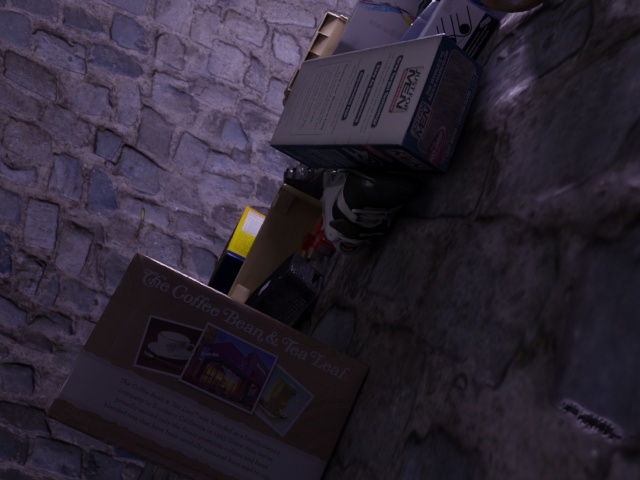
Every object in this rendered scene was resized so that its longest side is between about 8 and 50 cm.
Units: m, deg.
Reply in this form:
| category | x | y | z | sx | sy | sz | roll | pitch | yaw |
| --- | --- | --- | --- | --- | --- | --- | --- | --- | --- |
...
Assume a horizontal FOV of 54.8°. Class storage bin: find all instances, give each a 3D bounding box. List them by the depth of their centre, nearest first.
| category | x | y | z | sx | sy | sz | roll | pitch | yaw |
| --- | --- | --- | --- | --- | --- | --- | --- | --- | --- |
| storage bin | -0.088 | 0.124 | 1.310 | 0.180 | 0.084 | 0.122 | -44 | 10 | 19 |
| storage bin | 0.063 | -0.435 | 1.684 | 0.262 | 0.260 | 0.123 | -64 | 13 | -9 |

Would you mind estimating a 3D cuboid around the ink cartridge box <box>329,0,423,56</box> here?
| category | x | y | z | sx | sy | sz | roll | pitch | yaw |
| --- | --- | --- | --- | --- | --- | --- | --- | --- | --- |
| ink cartridge box | 0.167 | -0.527 | 1.543 | 0.270 | 0.197 | 0.198 | -64 | 9 | -9 |

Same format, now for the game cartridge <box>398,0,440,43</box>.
| category | x | y | z | sx | sy | sz | roll | pitch | yaw |
| --- | --- | --- | --- | --- | --- | --- | --- | --- | --- |
| game cartridge | 0.155 | -0.314 | 1.209 | 0.294 | 0.060 | 0.196 | -56 | -12 | -10 |

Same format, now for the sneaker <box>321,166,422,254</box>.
| category | x | y | z | sx | sy | sz | roll | pitch | yaw |
| --- | --- | --- | --- | --- | --- | --- | --- | --- | --- |
| sneaker | 0.074 | -0.044 | 1.022 | 0.330 | 0.122 | 0.146 | -167 | 87 | -79 |

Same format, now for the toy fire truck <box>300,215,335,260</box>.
| category | x | y | z | sx | sy | sz | roll | pitch | yaw |
| --- | --- | --- | --- | --- | --- | --- | --- | --- | --- |
| toy fire truck | 0.000 | 0.000 | 1.438 | 0.135 | 0.047 | 0.192 | -59 | 11 | 23 |

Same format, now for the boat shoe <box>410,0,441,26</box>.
| category | x | y | z | sx | sy | sz | roll | pitch | yaw |
| --- | --- | --- | --- | --- | --- | --- | --- | --- | --- |
| boat shoe | 0.270 | -0.518 | 1.317 | 0.183 | 0.083 | 0.065 | -60 | 10 | 13 |

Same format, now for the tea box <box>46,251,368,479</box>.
| category | x | y | z | sx | sy | sz | roll | pitch | yaw |
| --- | --- | --- | --- | --- | --- | --- | --- | --- | --- |
| tea box | -0.160 | 0.198 | 0.876 | 0.220 | 0.329 | 0.323 | -65 | 9 | -15 |

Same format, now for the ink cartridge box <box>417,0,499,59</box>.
| category | x | y | z | sx | sy | sz | roll | pitch | yaw |
| --- | --- | --- | --- | --- | --- | --- | --- | --- | --- |
| ink cartridge box | 0.202 | -0.307 | 1.050 | 0.207 | 0.097 | 0.046 | -58 | 10 | 25 |

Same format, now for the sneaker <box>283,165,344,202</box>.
| category | x | y | z | sx | sy | sz | roll | pitch | yaw |
| --- | --- | --- | --- | --- | --- | --- | --- | --- | --- |
| sneaker | -0.021 | -0.203 | 1.821 | 0.296 | 0.146 | 0.104 | -57 | 9 | 22 |

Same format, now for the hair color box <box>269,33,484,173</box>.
| category | x | y | z | sx | sy | sz | roll | pitch | yaw |
| --- | --- | --- | --- | --- | --- | --- | --- | --- | --- |
| hair color box | 0.074 | -0.208 | 0.993 | 0.347 | 0.105 | 0.174 | 12 | 79 | 54 |

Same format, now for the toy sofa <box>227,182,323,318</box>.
| category | x | y | z | sx | sy | sz | roll | pitch | yaw |
| --- | --- | --- | --- | --- | --- | --- | --- | --- | --- |
| toy sofa | -0.117 | 0.049 | 1.627 | 0.363 | 0.150 | 0.177 | -66 | 5 | -18 |

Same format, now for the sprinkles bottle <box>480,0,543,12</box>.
| category | x | y | z | sx | sy | sz | roll | pitch | yaw |
| --- | --- | --- | --- | --- | --- | --- | --- | --- | --- |
| sprinkles bottle | 0.316 | -0.496 | 0.890 | 0.355 | 0.121 | 0.121 | -67 | 10 | -22 |

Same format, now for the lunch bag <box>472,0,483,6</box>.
| category | x | y | z | sx | sy | sz | roll | pitch | yaw |
| --- | --- | --- | --- | --- | --- | --- | --- | --- | --- |
| lunch bag | 0.294 | -0.488 | 1.148 | 0.065 | 0.067 | 0.098 | -56 | 12 | 36 |

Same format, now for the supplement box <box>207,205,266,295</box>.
| category | x | y | z | sx | sy | sz | roll | pitch | yaw |
| --- | --- | --- | --- | --- | --- | --- | --- | --- | --- |
| supplement box | -0.226 | 0.075 | 2.005 | 0.195 | 0.194 | 0.356 | -58 | 10 | 25 |
